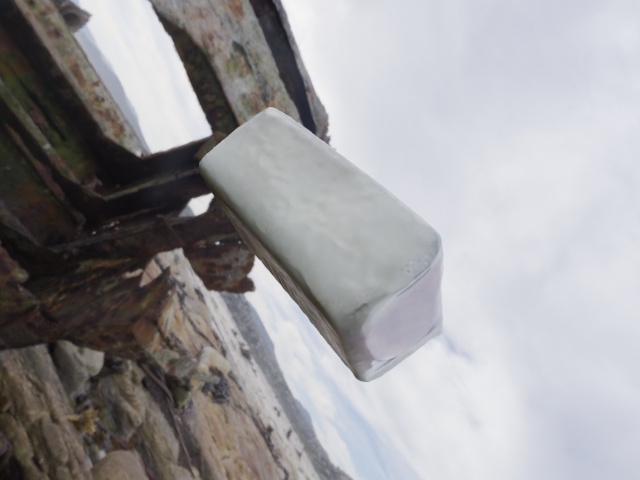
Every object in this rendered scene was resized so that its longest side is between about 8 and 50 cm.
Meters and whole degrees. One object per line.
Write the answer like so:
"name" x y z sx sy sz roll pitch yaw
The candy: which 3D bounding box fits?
"candy" -0.002 0.000 0.616 0.359 0.145 0.208 46 -15 38
